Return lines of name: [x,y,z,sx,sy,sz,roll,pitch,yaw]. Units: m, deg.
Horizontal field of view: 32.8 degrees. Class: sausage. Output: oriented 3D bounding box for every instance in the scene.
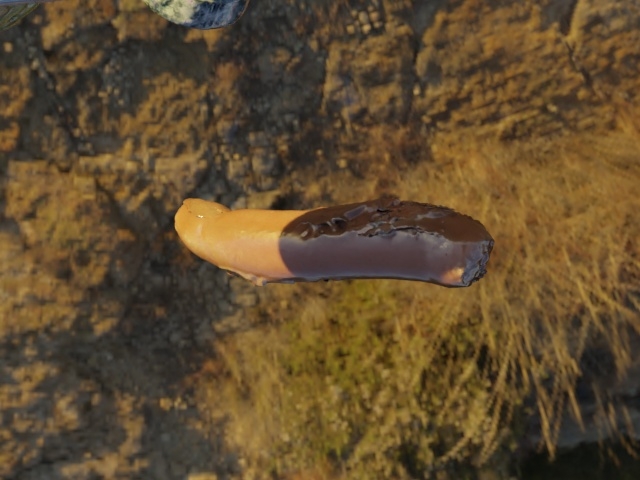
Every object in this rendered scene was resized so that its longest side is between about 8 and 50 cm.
sausage: [0.000,0.000,0.926,0.304,0.078,0.078,1,144,28]

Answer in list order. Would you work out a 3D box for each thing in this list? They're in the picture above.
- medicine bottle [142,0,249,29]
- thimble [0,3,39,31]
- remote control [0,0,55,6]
medicine bottle: [-0.065,-0.300,0.820,0.141,0.141,0.293,7,140,-17]
thimble: [-0.308,-0.235,0.885,0.137,0.143,0.190,46,108,2]
remote control: [-0.186,-0.175,0.610,0.244,0.047,0.087,-3,101,7]
